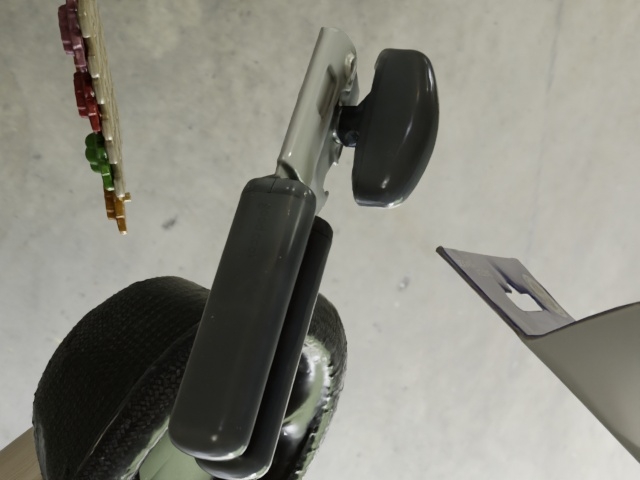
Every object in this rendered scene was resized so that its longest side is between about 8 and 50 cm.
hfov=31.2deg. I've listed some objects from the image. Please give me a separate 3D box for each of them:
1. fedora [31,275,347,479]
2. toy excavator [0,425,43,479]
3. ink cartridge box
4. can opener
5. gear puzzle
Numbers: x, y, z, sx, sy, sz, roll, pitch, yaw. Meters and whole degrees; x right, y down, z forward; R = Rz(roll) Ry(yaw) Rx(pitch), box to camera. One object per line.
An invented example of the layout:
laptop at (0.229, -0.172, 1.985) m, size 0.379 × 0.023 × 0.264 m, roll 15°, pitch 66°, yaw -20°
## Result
fedora at (-0.131, 0.150, 0.924) m, size 0.334 × 0.152 × 0.334 m, roll -34°, pitch 145°, yaw -28°
toy excavator at (-0.131, 0.418, 1.160) m, size 0.222 × 0.433 × 0.445 m, roll -37°, pitch 141°, yaw -3°
ink cartridge box at (0.219, 0.120, 0.544) m, size 0.069 × 0.371 × 0.176 m, roll -49°, pitch 162°, yaw 13°
can opener at (0.000, 0.000, 0.663) m, size 0.076 × 0.095 × 0.283 m, roll 60°, pitch 40°, yaw -57°
gear puzzle at (-0.251, -0.148, 1.264) m, size 0.044 × 0.175 × 0.339 m, roll -9°, pitch 133°, yaw -6°
